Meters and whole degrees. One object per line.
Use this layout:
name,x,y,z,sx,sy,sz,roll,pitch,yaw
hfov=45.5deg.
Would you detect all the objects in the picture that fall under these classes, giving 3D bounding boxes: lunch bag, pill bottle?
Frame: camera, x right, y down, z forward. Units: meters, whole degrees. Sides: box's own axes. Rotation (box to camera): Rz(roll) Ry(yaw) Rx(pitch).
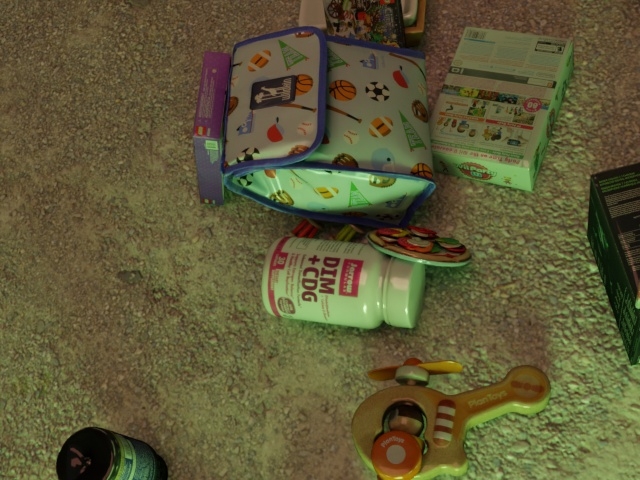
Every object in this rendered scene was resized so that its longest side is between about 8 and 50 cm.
lunch bag,0.008,-0.221,1.467,0.386,0.239,0.327,8,60,-12
pill bottle,0.045,0.081,1.444,0.283,0.160,0.160,5,69,20
pill bottle,-0.371,0.419,1.397,0.123,0.219,0.122,-7,64,16

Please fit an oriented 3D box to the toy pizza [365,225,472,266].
toy pizza,0.185,0.003,1.423,0.201,0.201,0.032,17,106,24

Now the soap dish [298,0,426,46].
soap dish,0.101,-0.536,1.729,0.291,0.118,0.228,-1,67,18

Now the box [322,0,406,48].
box,0.100,-0.421,1.630,0.159,0.232,0.044,-2,25,18

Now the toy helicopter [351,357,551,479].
toy helicopter,0.224,0.289,1.334,0.355,0.140,0.234,-18,53,-2

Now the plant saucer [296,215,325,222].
plant saucer,0.006,-0.135,1.626,0.200,0.037,0.199,-7,65,15

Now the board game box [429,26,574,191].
board game box,0.358,-0.270,1.537,0.224,0.097,0.303,15,71,25

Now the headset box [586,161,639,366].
headset box,0.539,0.032,1.255,0.131,0.246,0.282,-15,62,11

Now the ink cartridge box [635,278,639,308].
ink cartridge box,0.542,0.024,1.092,0.146,0.045,0.179,10,72,20

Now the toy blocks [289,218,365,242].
toy blocks,0.000,0.000,1.555,0.123,0.054,0.148,43,103,12

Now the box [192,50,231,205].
box,-0.222,-0.226,1.600,0.057,0.293,0.200,6,66,-3
